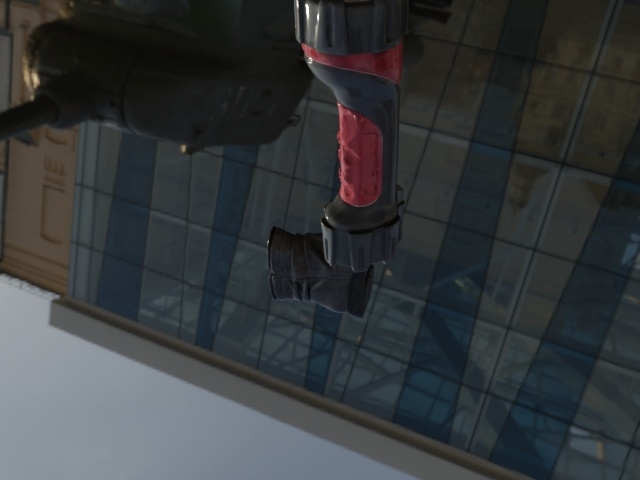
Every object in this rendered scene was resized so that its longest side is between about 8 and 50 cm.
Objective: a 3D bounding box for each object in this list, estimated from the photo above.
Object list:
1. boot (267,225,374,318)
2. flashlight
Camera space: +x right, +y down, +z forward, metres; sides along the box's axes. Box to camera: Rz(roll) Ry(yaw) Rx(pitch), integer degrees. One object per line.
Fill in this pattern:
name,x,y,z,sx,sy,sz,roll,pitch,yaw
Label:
boot,0.000,0.000,1.304,0.223,0.338,0.118,12,-154,11
flashlight,0.032,-0.103,0.656,0.103,0.304,0.103,11,-141,15
